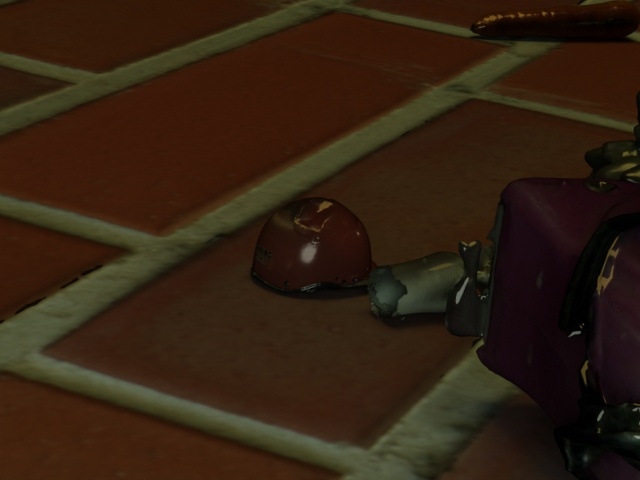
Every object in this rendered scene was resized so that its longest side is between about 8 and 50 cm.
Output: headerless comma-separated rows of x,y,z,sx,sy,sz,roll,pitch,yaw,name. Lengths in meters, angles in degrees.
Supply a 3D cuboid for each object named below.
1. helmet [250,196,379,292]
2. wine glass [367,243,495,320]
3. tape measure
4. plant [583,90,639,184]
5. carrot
0.001,-0.001,1.049,0.084,0.049,0.065,-6,22,-31,helmet
0.067,0.025,1.022,0.083,0.039,0.042,-10,27,-29,wine glass
0.205,0.052,0.820,0.245,0.149,0.231,-1,20,-18,tape measure
0.248,-0.024,1.076,0.194,0.132,0.129,11,17,-3,plant
0.230,-0.214,1.742,0.190,0.037,0.037,-5,23,-26,carrot
